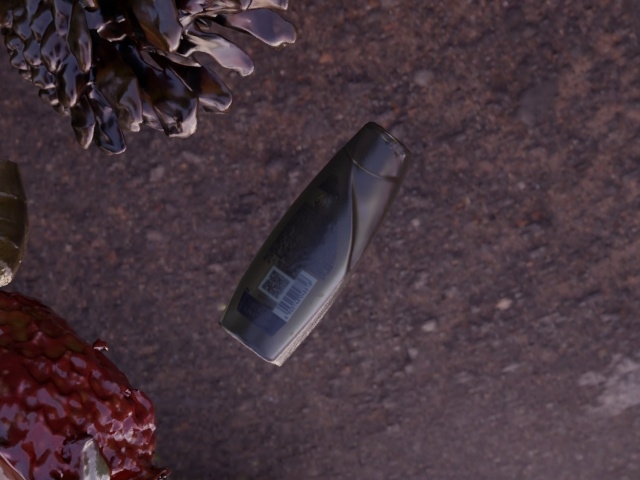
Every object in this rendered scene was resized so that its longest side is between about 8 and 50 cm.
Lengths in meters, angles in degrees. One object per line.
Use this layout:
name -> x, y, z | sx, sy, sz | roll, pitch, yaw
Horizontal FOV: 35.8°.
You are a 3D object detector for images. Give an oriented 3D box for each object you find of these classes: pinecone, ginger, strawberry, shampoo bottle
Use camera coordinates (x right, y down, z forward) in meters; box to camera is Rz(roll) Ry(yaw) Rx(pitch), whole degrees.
pinecone -> -0.142, -0.202, 0.846 | 0.309, 0.244, 0.244 | -24, 149, -25
ginger -> -0.610, -0.033, 1.875 | 0.117, 0.262, 0.109 | 4, 154, -22
strawberry -> -0.195, 0.098, 0.640 | 0.098, 0.228, 0.174 | -40, 151, -30
shampoo bottle -> 0.000, 0.000, 1.357 | 0.350, 0.126, 0.084 | -56, 161, -1
